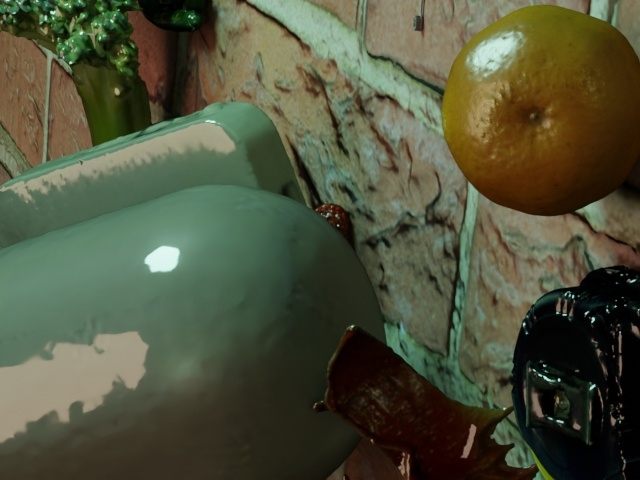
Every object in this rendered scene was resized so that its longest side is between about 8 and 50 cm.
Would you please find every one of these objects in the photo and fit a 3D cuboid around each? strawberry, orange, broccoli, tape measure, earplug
[{"bbox_3d":[0.000,0.000,1.791,0.083,0.073,0.073,-48,38,8],"label":"strawberry"},{"bbox_3d":[0.171,-0.098,1.291,0.136,0.159,0.159,-34,-53,-70],"label":"orange"},{"bbox_3d":[-0.307,-0.258,2.214,0.397,0.275,0.353,66,-164,-54],"label":"broccoli"},{"bbox_3d":[0.214,0.120,1.265,0.186,0.112,0.199,-168,77,-67],"label":"tape measure"},{"bbox_3d":[-0.141,0.112,1.575,0.394,0.313,0.312,-20,72,25],"label":"earplug"}]

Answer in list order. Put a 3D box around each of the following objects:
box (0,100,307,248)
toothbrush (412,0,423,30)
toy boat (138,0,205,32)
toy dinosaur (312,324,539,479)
[{"bbox_3d":[-0.148,0.063,1.808,0.367,0.090,0.373,-14,100,34],"label":"box"},{"bbox_3d":[0.093,-0.242,1.595,0.006,0.008,0.097,23,114,48],"label":"toothbrush"},{"bbox_3d":[-0.185,-0.313,2.150,0.210,0.052,0.104,-160,66,-65],"label":"toy boat"},{"bbox_3d":[0.102,0.202,1.412,0.113,0.207,0.327,-89,-7,-72],"label":"toy dinosaur"}]
